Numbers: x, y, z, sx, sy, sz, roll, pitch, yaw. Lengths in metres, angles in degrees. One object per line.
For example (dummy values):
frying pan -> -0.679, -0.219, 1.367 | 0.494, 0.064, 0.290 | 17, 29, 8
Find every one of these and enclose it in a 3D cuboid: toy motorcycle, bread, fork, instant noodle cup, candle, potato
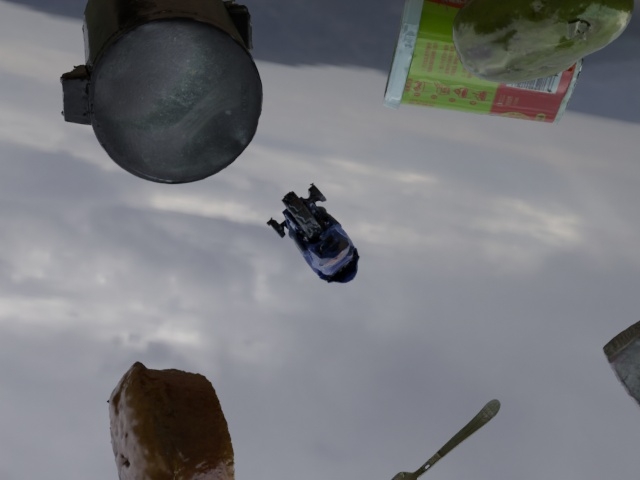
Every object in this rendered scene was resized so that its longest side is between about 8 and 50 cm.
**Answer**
toy motorcycle -> 0.000, 0.000, 1.620 | 0.114, 0.076, 0.205 | 50, 178, 10
bread -> -0.170, 0.251, 1.570 | 0.129, 0.260, 0.134 | -8, 160, -17
fork -> 0.160, 0.290, 1.800 | 0.034, 0.219, 0.028 | 48, 177, 32
instant noodle cup -> 0.285, -0.340, 2.299 | 0.308, 0.293, 0.294 | 13, -171, 0
candle -> 0.466, 0.167, 1.808 | 0.169, 0.192, 0.068 | 9, -168, 1
potato -> 0.309, -0.309, 1.867 | 0.253, 0.148, 0.186 | -12, 168, 14

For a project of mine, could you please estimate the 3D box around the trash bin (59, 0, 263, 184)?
trash bin -> -0.194, -0.220, 1.648 | 0.252, 0.203, 0.301 | -4, -154, -10
